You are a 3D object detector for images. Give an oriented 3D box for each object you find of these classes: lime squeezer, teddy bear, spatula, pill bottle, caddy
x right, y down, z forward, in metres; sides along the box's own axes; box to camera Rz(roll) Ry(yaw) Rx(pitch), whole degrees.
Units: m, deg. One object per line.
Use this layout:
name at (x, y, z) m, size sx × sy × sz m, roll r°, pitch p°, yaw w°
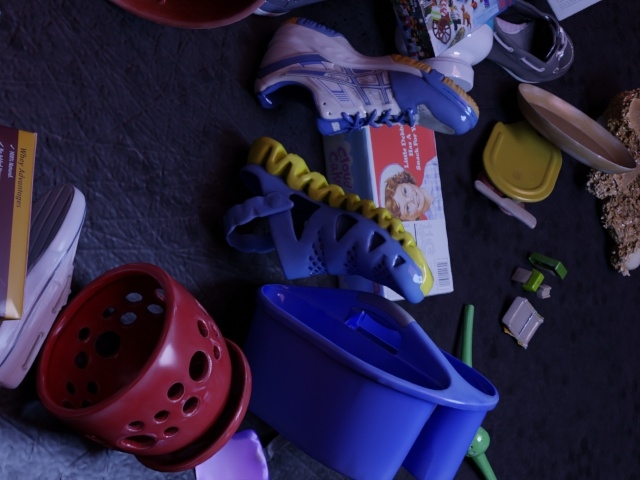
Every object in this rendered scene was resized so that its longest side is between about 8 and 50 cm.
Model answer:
lime squeezer at (0.236, 0.256, 1.831) m, size 0.110 × 0.059 × 0.310 m, roll -11°, pitch 91°, yaw -46°
teddy bear at (0.555, -0.105, 2.195) m, size 0.245 × 0.113 × 0.338 m, roll -39°, pitch 120°, yaw -34°
spatula at (-0.041, 0.254, 1.560) m, size 0.296 × 0.030 × 0.084 m, roll -22°, pitch 100°, yaw -45°
pill bottle at (0.185, -0.354, 1.800) m, size 0.146 × 0.146 × 0.264 m, roll 16°, pitch 73°, yaw -44°
caddy at (0.053, 0.155, 1.464) m, size 0.241 × 0.341 × 0.179 m, roll 11°, pitch 103°, yaw -45°

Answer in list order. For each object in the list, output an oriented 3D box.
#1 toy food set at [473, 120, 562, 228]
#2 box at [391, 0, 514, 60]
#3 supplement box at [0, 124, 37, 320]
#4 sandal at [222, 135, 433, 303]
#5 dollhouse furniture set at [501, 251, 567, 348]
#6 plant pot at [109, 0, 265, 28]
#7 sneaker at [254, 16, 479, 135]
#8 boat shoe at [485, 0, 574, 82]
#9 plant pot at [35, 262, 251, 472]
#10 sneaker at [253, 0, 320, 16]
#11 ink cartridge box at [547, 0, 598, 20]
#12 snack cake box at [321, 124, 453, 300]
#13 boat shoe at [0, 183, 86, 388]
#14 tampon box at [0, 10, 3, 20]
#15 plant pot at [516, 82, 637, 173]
toy food set at (0.306, -0.102, 1.951) m, size 0.128 × 0.071 × 0.218 m, roll 31°, pitch 50°, yaw -1°
box at (0.172, -0.355, 1.634) m, size 0.233 × 0.044 × 0.159 m, roll -39°, pitch 117°, yaw -45°
supplement box at (-0.395, -0.023, 1.162) m, size 0.194 × 0.129 × 0.191 m, roll 12°, pitch 75°, yaw -45°
sandal at (0.000, 0.000, 1.491) m, size 0.138 × 0.317 × 0.126 m, roll -49°, pitch 146°, yaw -15°
dollhouse furniture set at (0.335, 0.092, 1.981) m, size 0.151 × 0.059 × 0.076 m, roll -55°, pitch 132°, yaw -12°
plant pot at (-0.145, -0.436, 1.404) m, size 0.272 × 0.272 × 0.265 m, roll 43°, pitch 48°, yaw -33°
sneaker at (0.055, -0.178, 1.578) m, size 0.131 × 0.297 × 0.112 m, roll -63°, pitch 162°, yaw -17°
boat shoe at (0.338, -0.331, 1.991) m, size 0.335 × 0.096 × 0.112 m, roll 7°, pitch 79°, yaw -45°
plant pot at (-0.184, 0.145, 1.322) m, size 0.174 × 0.191 × 0.191 m, roll 45°, pitch 55°, yaw -43°
sneaker at (0.015, -0.361, 1.614) m, size 0.226 × 0.163 × 0.086 m, roll -25°, pitch 104°, yaw -44°
ink cartridge box at (0.415, -0.526, 2.013) m, size 0.232 × 0.171 × 0.168 m, roll 55°, pitch 25°, yaw -25°
snack cake box at (0.093, -0.047, 1.702) m, size 0.152 × 0.089 × 0.264 m, roll -4°, pitch 87°, yaw -44°
boat shoe at (-0.307, 0.049, 1.293) m, size 0.076 × 0.083 × 0.226 m, roll 47°, pitch 65°, yaw -46°
tampon box at (-0.418, -0.205, 1.183) m, size 0.161 × 0.101 × 0.120 m, roll 31°, pitch 62°, yaw -39°
plant pot at (0.416, -0.179, 2.006) m, size 0.236 × 0.032 × 0.236 m, roll 29°, pitch 23°, yaw -14°
